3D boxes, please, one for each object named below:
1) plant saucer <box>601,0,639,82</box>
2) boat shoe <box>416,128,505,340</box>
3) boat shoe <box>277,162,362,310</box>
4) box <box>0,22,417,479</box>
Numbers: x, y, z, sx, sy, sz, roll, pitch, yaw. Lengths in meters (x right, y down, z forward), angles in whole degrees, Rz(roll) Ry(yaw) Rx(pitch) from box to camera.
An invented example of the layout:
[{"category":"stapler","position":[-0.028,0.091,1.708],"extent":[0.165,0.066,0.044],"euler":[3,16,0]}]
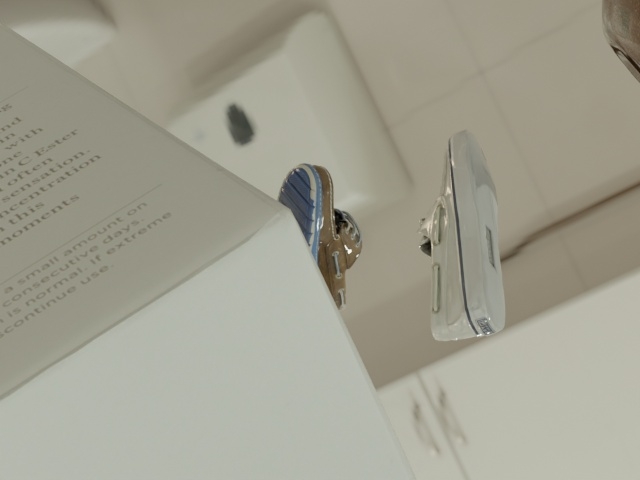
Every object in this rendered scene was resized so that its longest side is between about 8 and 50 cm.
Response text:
[{"category":"plant saucer","position":[0.190,-0.055,0.715],"extent":[0.036,0.198,0.198],"euler":[-43,171,9]},{"category":"boat shoe","position":[0.156,-0.006,1.804],"extent":[0.088,0.267,0.096],"euler":[-15,151,22]},{"category":"boat shoe","position":[0.000,0.000,1.432],"extent":[0.066,0.066,0.183],"euler":[-15,136,-22]},{"category":"box","position":[-0.115,0.064,0.556],"extent":[0.168,0.215,0.345],"euler":[-33,-149,-15]}]
